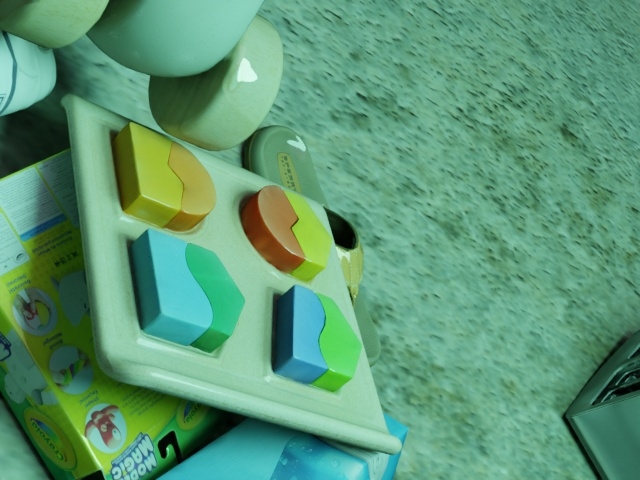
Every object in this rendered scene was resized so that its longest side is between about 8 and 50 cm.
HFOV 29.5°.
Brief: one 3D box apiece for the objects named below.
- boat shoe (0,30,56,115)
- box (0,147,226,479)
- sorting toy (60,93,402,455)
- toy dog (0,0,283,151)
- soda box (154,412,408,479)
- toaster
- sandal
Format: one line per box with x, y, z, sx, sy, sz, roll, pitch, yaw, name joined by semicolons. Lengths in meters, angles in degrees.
-0.225;-0.182;0.655;0.084;0.095;0.258;-28;97;-62;boat shoe
-0.129;0.048;0.655;0.179;0.043;0.105;58;39;-2;box
-0.046;0.013;0.669;0.193;0.038;0.208;22;34;-38;sorting toy
-0.063;-0.221;0.645;0.220;0.161;0.334;-3;81;-51;toy dog
-0.040;0.151;0.652;0.071;0.067;0.210;28;32;24;soda box
0.309;0.132;0.992;0.168;0.185;0.110;-35;93;-43;toaster
0.000;0.000;0.816;0.072;0.049;0.180;-4;72;-48;sandal
